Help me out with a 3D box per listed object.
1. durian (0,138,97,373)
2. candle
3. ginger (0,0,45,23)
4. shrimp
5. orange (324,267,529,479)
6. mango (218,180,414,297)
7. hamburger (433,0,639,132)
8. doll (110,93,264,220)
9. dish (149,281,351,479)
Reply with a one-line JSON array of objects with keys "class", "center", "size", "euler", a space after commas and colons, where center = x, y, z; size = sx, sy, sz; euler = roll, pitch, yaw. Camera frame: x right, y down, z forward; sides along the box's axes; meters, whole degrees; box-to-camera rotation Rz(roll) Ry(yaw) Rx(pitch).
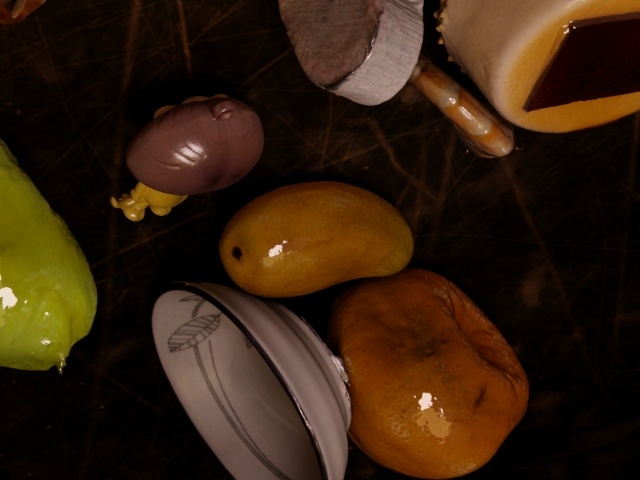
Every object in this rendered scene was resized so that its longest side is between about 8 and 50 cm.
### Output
[{"class": "durian", "center": [-0.339, -0.025, 1.416], "size": [0.204, 0.340, 0.256], "euler": [-50, 156, 6]}, {"class": "candle", "center": [0.029, -0.214, 1.415], "size": [0.068, 0.168, 0.192], "euler": [22, 80, -36]}, {"class": "ginger", "center": [-0.256, -0.278, 1.237], "size": [0.357, 0.152, 0.274], "euler": [-30, 137, 16]}, {"class": "shrimp", "center": [0.124, -0.138, 1.528], "size": [0.058, 0.169, 0.296], "euler": [-47, 174, 7]}, {"class": "orange", "center": [0.098, 0.150, 1.752], "size": [0.183, 0.249, 0.249], "euler": [-44, 132, 18]}, {"class": "mango", "center": [0.000, 0.000, 1.664], "size": [0.228, 0.099, 0.136], "euler": [-1, 132, -30]}, {"class": "hamburger", "center": [0.246, -0.229, 1.412], "size": [0.302, 0.170, 0.302], "euler": [-17, 154, -8]}, {"class": "doll", "center": [-0.140, -0.081, 1.529], "size": [0.188, 0.096, 0.145], "euler": [-29, 163, 26]}, {"class": "dish", "center": [-0.053, 0.159, 1.711], "size": [0.106, 0.316, 0.316], "euler": [-31, 144, -26]}]
